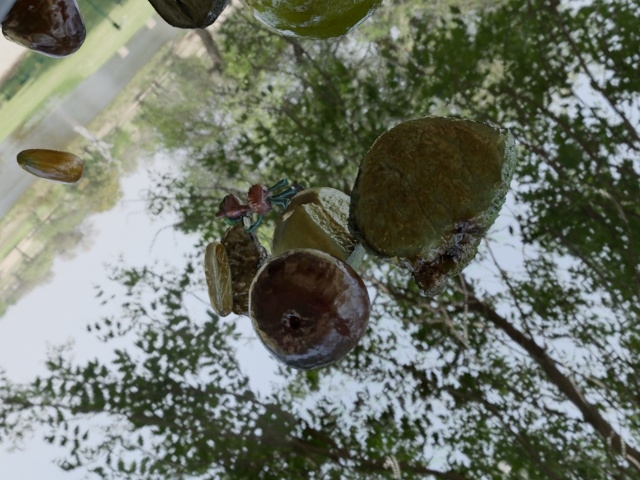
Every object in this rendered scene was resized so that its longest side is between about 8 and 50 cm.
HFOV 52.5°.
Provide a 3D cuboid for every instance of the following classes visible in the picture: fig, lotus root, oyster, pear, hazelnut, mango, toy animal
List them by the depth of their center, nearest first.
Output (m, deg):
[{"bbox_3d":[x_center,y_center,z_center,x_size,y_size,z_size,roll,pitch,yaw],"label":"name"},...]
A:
[{"bbox_3d":[-0.017,-0.439,0.970,0.269,0.269,0.321,-44,155,8],"label":"pear"},{"bbox_3d":[-0.022,0.128,1.241,0.235,0.235,0.214,-45,-163,7],"label":"fig"},{"bbox_3d":[-0.151,-0.077,1.515,0.208,0.103,0.100,-17,-176,31],"label":"toy animal"},{"bbox_3d":[-0.308,-0.628,1.542,0.142,0.314,0.210,-20,153,-46],"label":"lotus root"},{"bbox_3d":[-0.702,-0.195,1.693,0.115,0.165,0.089,-154,-107,-67],"label":"mango"},{"bbox_3d":[-0.739,-0.590,1.701,0.217,0.251,0.217,-45,-174,6],"label":"hazelnut"},{"bbox_3d":[-0.249,0.077,2.068,0.204,0.395,0.111,-14,175,-7],"label":"oyster"}]

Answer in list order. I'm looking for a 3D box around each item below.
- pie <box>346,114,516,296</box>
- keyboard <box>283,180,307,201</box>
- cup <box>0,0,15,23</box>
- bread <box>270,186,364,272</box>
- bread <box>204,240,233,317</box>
[{"bbox_3d":[0.263,-0.118,1.562,0.395,0.180,0.418,37,-74,38],"label":"pie"},{"bbox_3d":[-0.011,-0.092,2.151,0.087,0.250,0.017,-47,-170,29],"label":"keyboard"},{"bbox_3d":[-0.715,-0.620,1.346,0.371,0.253,0.253,-57,-160,-7],"label":"cup"},{"bbox_3d":[-0.006,-0.001,1.820,0.239,0.264,0.395,-62,171,20],"label":"bread"},{"bbox_3d":[-0.262,0.097,1.652,0.053,0.214,0.073,11,-152,32],"label":"bread"}]
